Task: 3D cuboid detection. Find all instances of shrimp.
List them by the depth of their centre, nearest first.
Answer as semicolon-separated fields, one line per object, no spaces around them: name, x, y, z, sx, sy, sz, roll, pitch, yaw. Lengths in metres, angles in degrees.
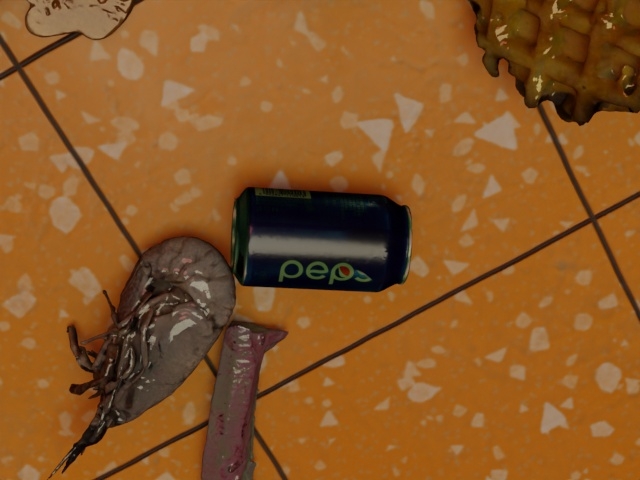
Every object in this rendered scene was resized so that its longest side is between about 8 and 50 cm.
shrimp;-0.228;0.142;1.461;0.145;0.116;0.343;34;97;-17

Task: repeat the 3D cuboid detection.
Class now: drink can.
drink can;0.000;0.000;1.431;0.205;0.118;0.118;3;111;-6

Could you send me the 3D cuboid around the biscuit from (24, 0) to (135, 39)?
biscuit;-0.278;-0.271;1.345;0.140;0.023;0.118;39;102;-19

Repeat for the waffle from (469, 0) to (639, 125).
waffle;0.264;-0.308;1.237;0.095;0.380;0.382;-36;99;-36

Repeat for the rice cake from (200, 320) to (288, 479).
rice cake;-0.102;0.232;1.544;0.081;0.051;0.290;8;110;-9
